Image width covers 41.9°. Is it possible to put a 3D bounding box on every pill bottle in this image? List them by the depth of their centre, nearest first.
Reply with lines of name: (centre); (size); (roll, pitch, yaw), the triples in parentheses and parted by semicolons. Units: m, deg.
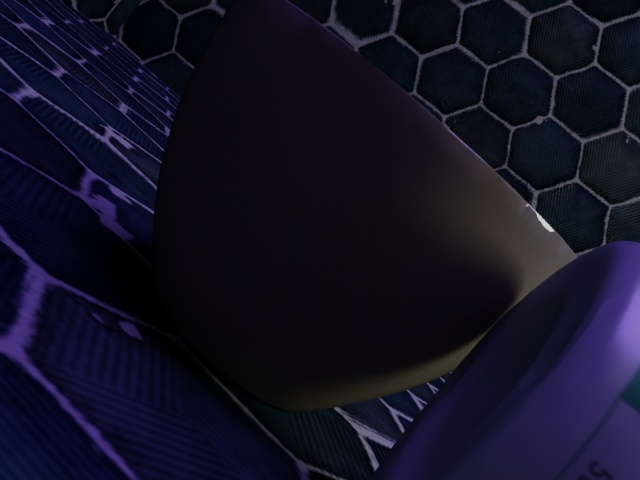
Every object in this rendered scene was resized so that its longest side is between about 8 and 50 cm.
pill bottle: (0.203, 0.187, 0.368); (0.361, 0.204, 0.204); (41, 5, 5)

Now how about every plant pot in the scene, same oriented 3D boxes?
plant pot: (0.000, 0.000, 0.554); (0.284, 0.191, 0.284); (40, 4, -3)
